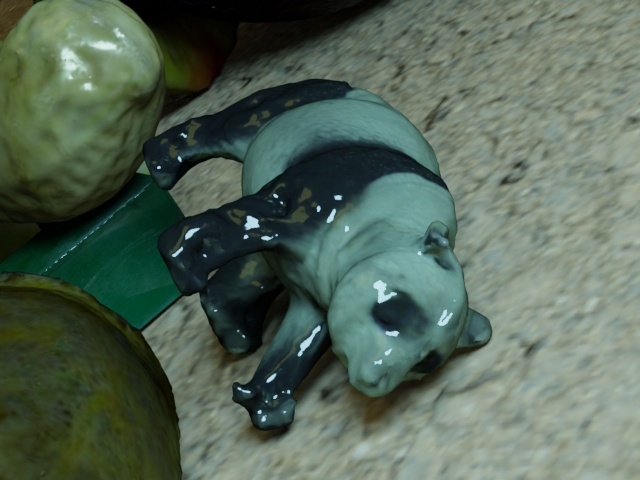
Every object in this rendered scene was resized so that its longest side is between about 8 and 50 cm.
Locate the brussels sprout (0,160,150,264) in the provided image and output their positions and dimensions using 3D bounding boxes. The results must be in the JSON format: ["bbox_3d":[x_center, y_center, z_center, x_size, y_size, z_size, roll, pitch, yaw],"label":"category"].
[{"bbox_3d":[-0.188,-0.043,1.036,0.183,0.131,0.145,-36,27,-1],"label":"brussels sprout"}]

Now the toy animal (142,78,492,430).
[{"bbox_3d":[0.000,0.000,0.739,0.121,0.094,0.225,-25,20,0],"label":"toy animal"}]

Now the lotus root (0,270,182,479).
[{"bbox_3d":[-0.177,0.103,0.696,0.267,0.149,0.260,-8,34,44],"label":"lotus root"}]

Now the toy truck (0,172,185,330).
[{"bbox_3d":[-0.136,0.031,0.895,0.147,0.065,0.079,-40,25,-19],"label":"toy truck"}]

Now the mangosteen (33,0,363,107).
[{"bbox_3d":[-0.075,-0.295,1.094,0.421,0.381,0.381,-39,20,10],"label":"mangosteen"}]

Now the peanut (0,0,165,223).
[{"bbox_3d":[-0.157,-0.058,0.881,0.229,0.103,0.098,-7,53,41],"label":"peanut"}]
